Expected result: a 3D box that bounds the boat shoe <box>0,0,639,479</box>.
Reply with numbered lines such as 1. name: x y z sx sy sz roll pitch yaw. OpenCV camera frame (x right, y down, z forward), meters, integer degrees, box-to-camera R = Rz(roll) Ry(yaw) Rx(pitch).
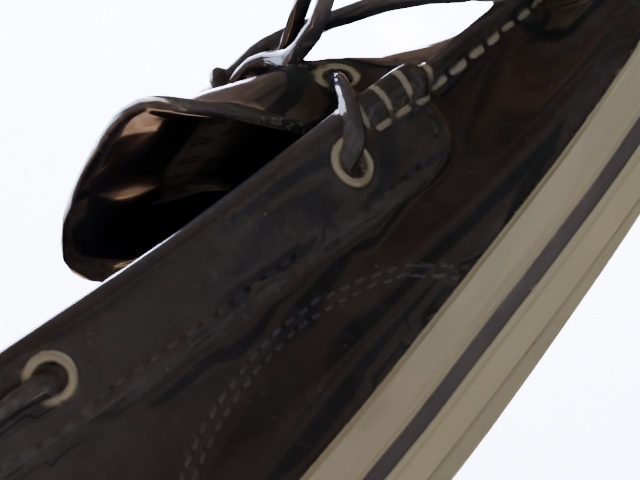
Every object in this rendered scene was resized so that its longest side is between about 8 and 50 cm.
1. boat shoe: 0.000 0.000 0.640 0.156 0.187 0.500 39 -124 3
